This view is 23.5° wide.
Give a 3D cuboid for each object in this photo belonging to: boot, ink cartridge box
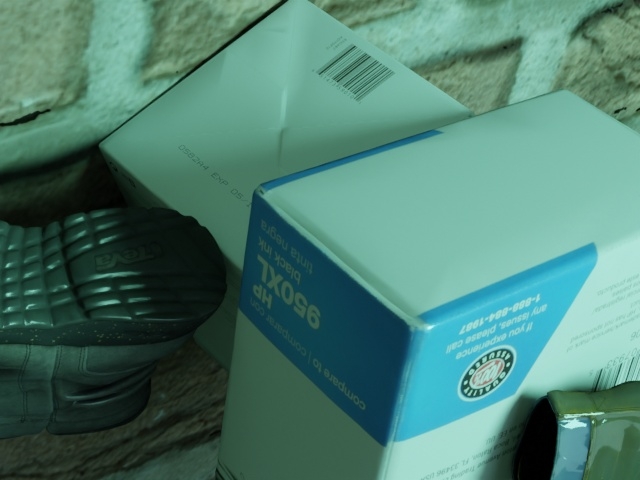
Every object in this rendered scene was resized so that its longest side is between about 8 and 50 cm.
[{"bbox_3d":[-0.246,0.067,1.010,0.338,0.118,0.222,9,146,-23],"label":"boot"},{"bbox_3d":[0.086,0.127,1.058,0.286,0.166,0.394,-19,134,-35],"label":"ink cartridge box"},{"bbox_3d":[0.153,0.170,0.983,0.106,0.082,0.219,6,124,-25],"label":"boot"}]

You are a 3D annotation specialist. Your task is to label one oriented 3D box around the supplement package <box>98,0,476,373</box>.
[{"bbox_3d":[0.000,0.000,1.170,0.198,0.199,0.262,-39,144,-16],"label":"supplement package"}]
